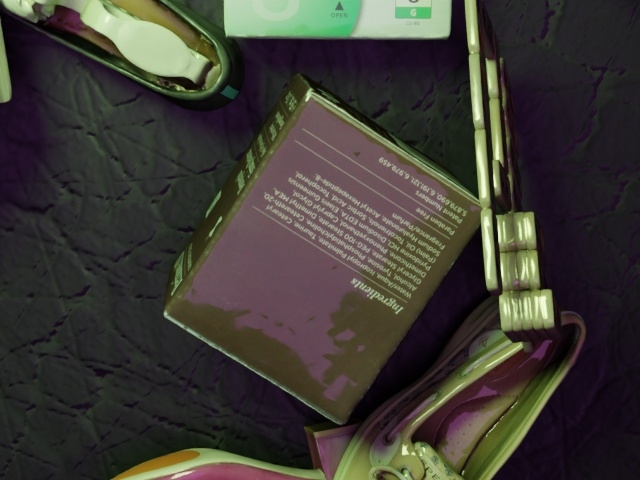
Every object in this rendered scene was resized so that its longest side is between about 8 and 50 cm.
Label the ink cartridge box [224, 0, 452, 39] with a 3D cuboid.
[{"bbox_3d":[0.014,-0.270,1.063,0.181,0.056,0.225,-1,105,-6],"label":"ink cartridge box"}]

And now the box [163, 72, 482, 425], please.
[{"bbox_3d":[0.000,0.000,1.077,0.167,0.168,0.203,33,97,-10],"label":"box"}]

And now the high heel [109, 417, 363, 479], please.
[{"bbox_3d":[-0.067,0.232,1.165,0.244,0.082,0.117,-11,93,-15],"label":"high heel"}]

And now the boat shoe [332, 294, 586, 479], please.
[{"bbox_3d":[0.108,0.160,1.127,0.104,0.089,0.285,39,82,-20],"label":"boat shoe"}]

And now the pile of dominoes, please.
[{"bbox_3d":[0.153,-0.048,1.036,0.040,0.196,0.251,-6,74,15],"label":"pile of dominoes"}]

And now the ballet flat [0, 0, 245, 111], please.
[{"bbox_3d":[-0.181,-0.191,1.062,0.280,0.096,0.095,27,99,-9],"label":"ballet flat"}]

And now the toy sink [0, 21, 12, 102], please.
[{"bbox_3d":[-0.342,-0.203,0.999,0.153,0.131,0.234,0,104,28],"label":"toy sink"}]
